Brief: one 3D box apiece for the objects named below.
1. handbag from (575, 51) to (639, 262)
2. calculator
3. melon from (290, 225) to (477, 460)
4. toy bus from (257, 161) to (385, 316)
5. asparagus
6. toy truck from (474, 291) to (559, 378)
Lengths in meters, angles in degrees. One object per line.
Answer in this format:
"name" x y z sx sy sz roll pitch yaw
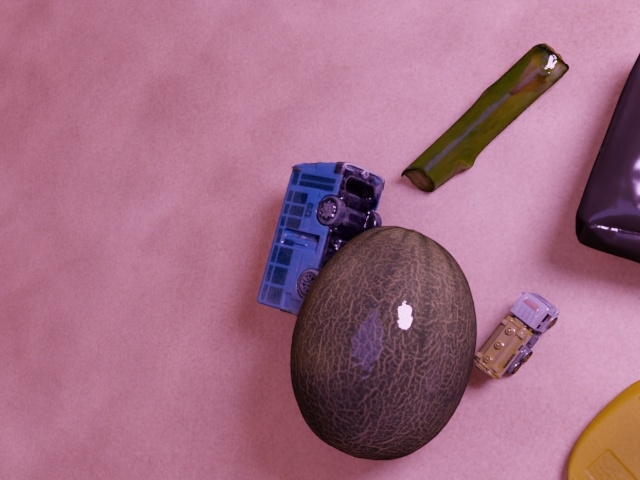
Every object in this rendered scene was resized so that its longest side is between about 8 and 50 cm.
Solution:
"handbag" 0.464 -0.092 1.001 0.257 0.113 0.285 21 82 27
"calculator" 0.398 0.250 1.003 0.235 0.032 0.146 -49 59 14
"melon" 0.083 0.130 1.097 0.237 0.237 0.301 11 85 32
"toy bus" 0.000 0.000 1.247 0.133 0.116 0.234 12 86 42
"asparagus" 0.230 -0.168 1.188 0.277 0.060 0.067 -45 70 15
"toy truck" 0.255 0.125 1.100 0.052 0.063 0.123 41 100 32
